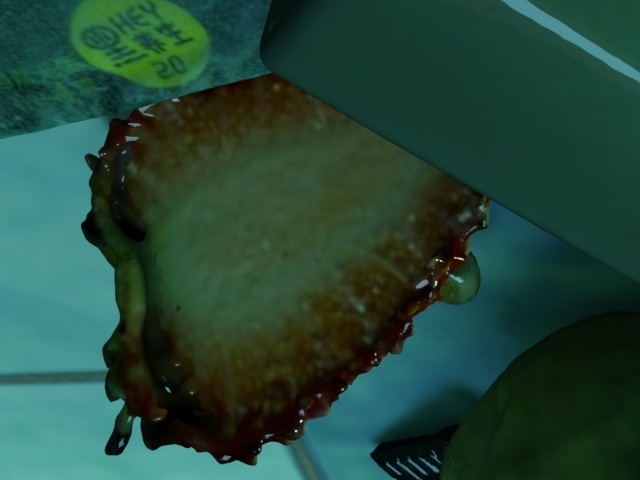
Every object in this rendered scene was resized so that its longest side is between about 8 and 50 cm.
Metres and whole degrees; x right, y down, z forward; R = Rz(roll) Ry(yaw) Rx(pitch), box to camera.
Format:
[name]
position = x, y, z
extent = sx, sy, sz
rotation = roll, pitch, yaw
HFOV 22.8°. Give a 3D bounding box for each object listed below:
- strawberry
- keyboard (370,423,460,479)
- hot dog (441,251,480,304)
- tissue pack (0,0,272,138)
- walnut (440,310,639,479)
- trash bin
[strawberry]
position = 0.001, 0.001, 0.644
extent = 0.208, 0.167, 0.087
rotation = -16, 168, 29
[keyboard]
position = 0.163, 0.206, 0.877
extent = 0.310, 0.018, 0.101
rotation = 41, 154, -11
[hot dog]
position = 0.034, -0.005, 0.709
extent = 0.090, 0.034, 0.030
rotation = 26, 155, 9
[tissue pack]
position = -0.120, -0.147, 0.513
extent = 0.185, 0.081, 0.257
rotation = -11, 140, 25
[walnut]
position = 0.198, 0.150, 0.678
extent = 0.282, 0.277, 0.253
rotation = -27, 123, 23
[trash bin]
position = 0.111, -0.071, 0.489
extent = 0.236, 0.177, 0.101
rotation = 27, 141, -16
